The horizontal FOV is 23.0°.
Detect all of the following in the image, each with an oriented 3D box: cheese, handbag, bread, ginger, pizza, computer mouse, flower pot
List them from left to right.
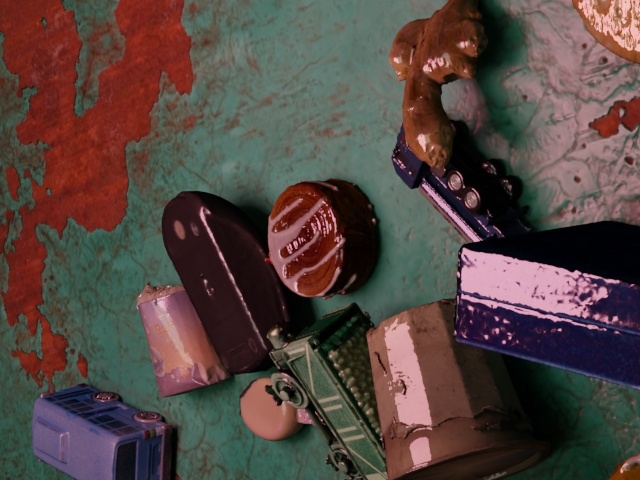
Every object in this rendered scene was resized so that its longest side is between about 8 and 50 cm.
[{"bbox_3d":[-0.209,0.136,2.283,0.117,0.095,0.173,-20,86,43],"label":"handbag"},{"bbox_3d":[-0.116,0.050,2.157,0.269,0.100,0.170,65,153,3],"label":"computer mouse"},{"bbox_3d":[-0.045,0.225,2.156,0.171,0.047,0.092,-21,84,47],"label":"cheese"},{"bbox_3d":[0.000,0.000,2.049,0.160,0.073,0.160,11,106,45],"label":"bread"},{"bbox_3d":[0.142,0.184,1.846,0.212,0.212,0.203,-35,65,44],"label":"flower pot"},{"bbox_3d":[0.142,-0.191,1.823,0.133,0.059,0.214,-21,59,33],"label":"ginger"},{"bbox_3d":[0.338,-0.309,1.661,0.181,0.034,0.262,-7,92,47],"label":"pizza"}]

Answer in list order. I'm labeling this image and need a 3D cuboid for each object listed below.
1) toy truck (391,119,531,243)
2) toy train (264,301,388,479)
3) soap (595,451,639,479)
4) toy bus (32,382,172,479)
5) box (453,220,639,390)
[{"bbox_3d":[0.169,-0.062,1.865,0.202,0.074,0.088,48,137,29],"label":"toy truck"},{"bbox_3d":[0.040,0.204,1.981,0.154,0.115,0.269,-25,100,48],"label":"toy train"},{"bbox_3d":[0.316,0.408,1.775,0.304,0.339,0.169,-35,58,-2],"label":"soap"},{"bbox_3d":[-0.344,0.308,2.426,0.234,0.133,0.116,17,110,43],"label":"toy bus"},{"bbox_3d":[0.322,0.063,1.579,0.279,0.261,0.116,11,103,45],"label":"box"}]
